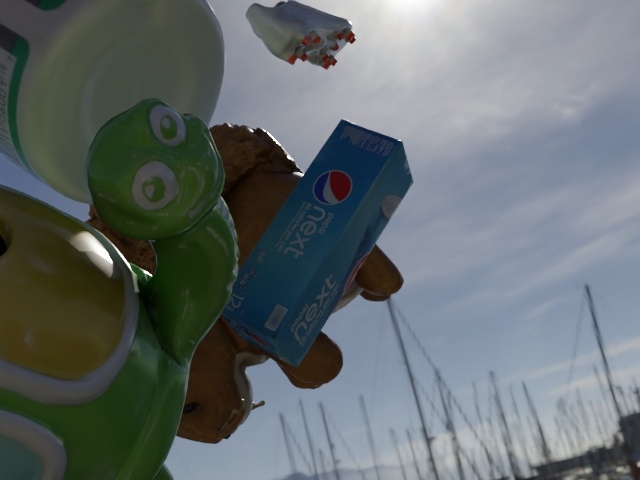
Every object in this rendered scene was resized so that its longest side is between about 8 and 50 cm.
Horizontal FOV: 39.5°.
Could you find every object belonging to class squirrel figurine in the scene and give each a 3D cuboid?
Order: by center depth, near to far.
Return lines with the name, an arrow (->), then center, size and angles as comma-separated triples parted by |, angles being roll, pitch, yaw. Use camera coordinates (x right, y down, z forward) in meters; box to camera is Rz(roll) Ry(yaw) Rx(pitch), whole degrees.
squirrel figurine -> -0.137, 0.058, 1.185 | 0.370, 0.397, 0.281 | -42, 2, -1

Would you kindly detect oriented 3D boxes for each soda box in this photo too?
soda box -> 0.000, 0.000, 0.787 | 0.067, 0.210, 0.071 | 25, -19, 26

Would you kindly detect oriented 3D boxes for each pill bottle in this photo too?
pill bottle -> -0.277, -0.196, 0.801 | 0.204, 0.361, 0.204 | -38, -34, -32

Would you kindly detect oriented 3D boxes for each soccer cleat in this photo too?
soccer cleat -> -0.017, -0.239, 1.007 | 0.068, 0.076, 0.196 | -48, -9, 21

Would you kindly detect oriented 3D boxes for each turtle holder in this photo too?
turtle holder -> -0.195, 0.074, 0.499 | 0.320, 0.243, 0.227 | -13, -39, 22
